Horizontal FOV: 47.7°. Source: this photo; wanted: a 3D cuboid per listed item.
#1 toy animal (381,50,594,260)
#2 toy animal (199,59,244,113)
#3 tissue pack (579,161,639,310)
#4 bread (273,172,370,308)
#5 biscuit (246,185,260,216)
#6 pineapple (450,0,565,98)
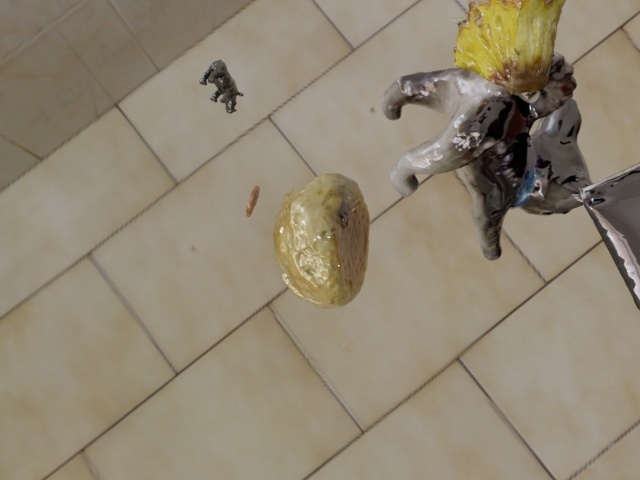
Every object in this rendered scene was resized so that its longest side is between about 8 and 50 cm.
[{"bbox_3d":[0.293,-0.131,1.082,0.344,0.302,0.194,30,53,-33],"label":"toy animal"},{"bbox_3d":[-0.196,-0.310,1.486,0.047,0.136,0.065,14,64,28],"label":"toy animal"},{"bbox_3d":[0.465,-0.045,0.690,0.370,0.198,0.210,-26,77,21],"label":"tissue pack"},{"bbox_3d":[0.000,0.000,1.242,0.134,0.244,0.244,1,81,22],"label":"bread"},{"bbox_3d":[-0.159,-0.092,1.718,0.015,0.091,0.078,17,105,0],"label":"biscuit"},{"bbox_3d":[0.192,-0.198,0.736,0.069,0.137,0.116,-19,87,-24],"label":"pineapple"}]
